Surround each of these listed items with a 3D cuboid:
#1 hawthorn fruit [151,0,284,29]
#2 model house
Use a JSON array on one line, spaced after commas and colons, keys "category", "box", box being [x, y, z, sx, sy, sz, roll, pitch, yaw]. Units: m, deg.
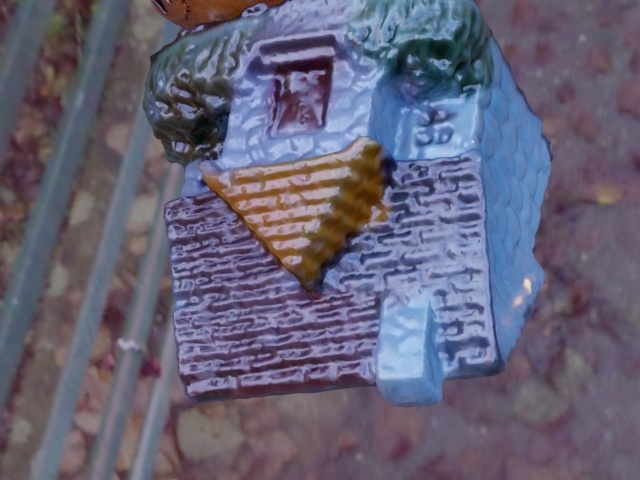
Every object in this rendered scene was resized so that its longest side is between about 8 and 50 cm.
[{"category": "hawthorn fruit", "box": [-0.057, -0.329, 1.637, 0.211, 0.299, 0.211, 16, 63, -35]}, {"category": "model house", "box": [0.000, 0.000, 1.461, 0.360, 0.297, 0.339, -8, 53, 23]}]
